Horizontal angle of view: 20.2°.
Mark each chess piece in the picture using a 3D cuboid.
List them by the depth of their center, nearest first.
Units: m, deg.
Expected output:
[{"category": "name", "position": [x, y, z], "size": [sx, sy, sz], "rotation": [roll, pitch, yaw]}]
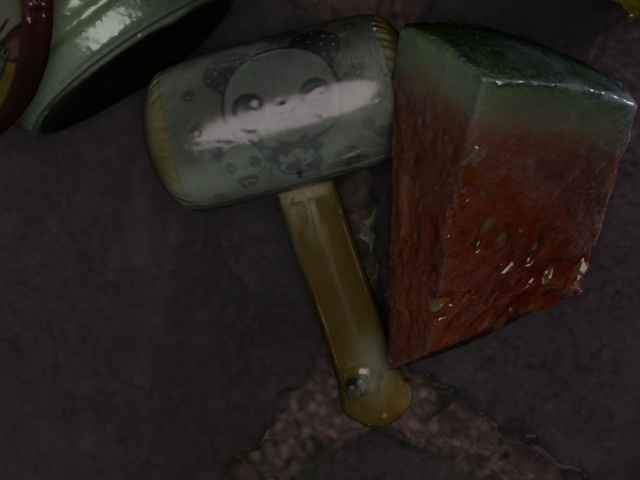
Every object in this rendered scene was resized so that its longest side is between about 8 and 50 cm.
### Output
[{"category": "chess piece", "position": [-0.207, -0.241, 1.227], "size": [0.194, 0.194, 0.299], "rotation": [-35, 87, 4]}]

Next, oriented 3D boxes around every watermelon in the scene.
[{"category": "watermelon", "position": [0.124, -0.013, 1.252], "size": [0.192, 0.140, 0.257], "rotation": [3, 112, -33]}]

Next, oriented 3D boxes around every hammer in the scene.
[{"category": "hammer", "position": [0.000, 0.000, 1.299], "size": [0.201, 0.113, 0.306], "rotation": [-15, 106, 5]}]

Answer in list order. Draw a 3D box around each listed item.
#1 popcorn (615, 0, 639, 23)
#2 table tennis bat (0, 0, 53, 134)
[{"category": "popcorn", "position": [0.249, -0.258, 1.186], "size": [0.282, 0.282, 0.247], "rotation": [34, 94, -4]}, {"category": "table tennis bat", "position": [-0.319, -0.228, 1.191], "size": [0.414, 0.051, 0.268], "rotation": [42, 129, 22]}]
